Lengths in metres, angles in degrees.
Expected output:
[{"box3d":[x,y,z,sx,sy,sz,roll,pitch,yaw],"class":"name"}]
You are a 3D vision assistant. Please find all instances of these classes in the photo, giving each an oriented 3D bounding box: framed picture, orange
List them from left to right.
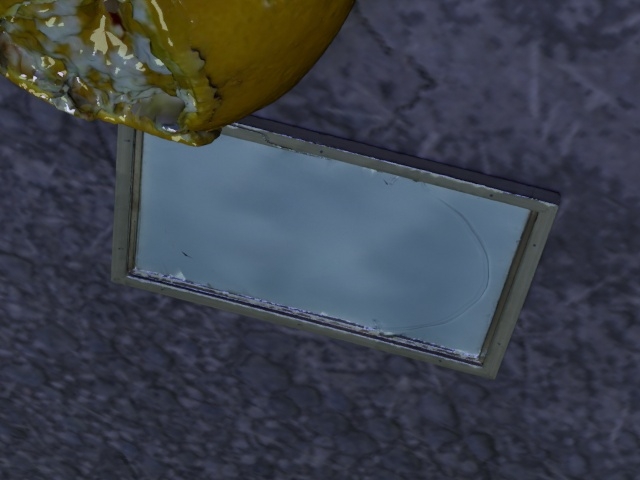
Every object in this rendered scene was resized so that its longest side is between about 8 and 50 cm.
[{"box3d":[-0.061,-0.107,0.585,0.154,0.134,0.155,9,132,10],"class":"orange"},{"box3d":[0.000,0.000,0.780,0.200,0.010,0.136,14,140,3],"class":"framed picture"}]
